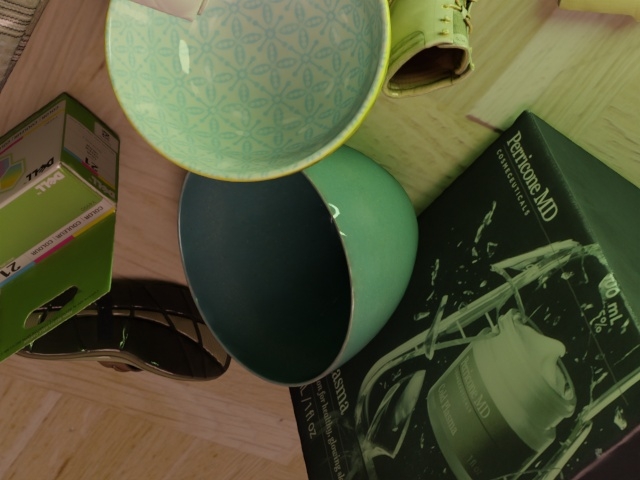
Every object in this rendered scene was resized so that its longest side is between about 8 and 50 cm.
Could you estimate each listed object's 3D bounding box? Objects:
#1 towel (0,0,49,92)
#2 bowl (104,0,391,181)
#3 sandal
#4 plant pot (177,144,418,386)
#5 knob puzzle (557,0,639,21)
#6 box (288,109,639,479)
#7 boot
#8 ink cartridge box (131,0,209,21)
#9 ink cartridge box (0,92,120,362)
[{"bbox_3d":[-0.445,-0.256,1.297,0.312,0.056,0.324,20,126,-23],"label":"towel"},{"bbox_3d":[-0.060,-0.198,1.307,0.290,0.289,0.156,-19,175,11],"label":"bowl"},{"bbox_3d":[-0.263,0.117,1.641,0.303,0.120,0.086,10,158,-13],"label":"sandal"},{"bbox_3d":[0.000,0.000,1.470,0.195,0.290,0.290,-20,145,-40],"label":"plant pot"},{"bbox_3d":[0.365,-0.322,1.351,0.213,0.030,0.213,-3,132,-4],"label":"knob puzzle"},{"bbox_3d":[0.236,0.199,1.477,0.297,0.480,0.472,30,117,-32],"label":"box"},{"bbox_3d":[0.144,-0.245,1.302,0.213,0.165,0.077,-29,130,21],"label":"boot"},{"bbox_3d":[-0.259,-0.374,1.055,0.395,0.285,0.166,16,126,-20],"label":"ink cartridge box"},{"bbox_3d":[-0.321,-0.014,1.397,0.189,0.255,0.097,-31,128,20],"label":"ink cartridge box"}]
